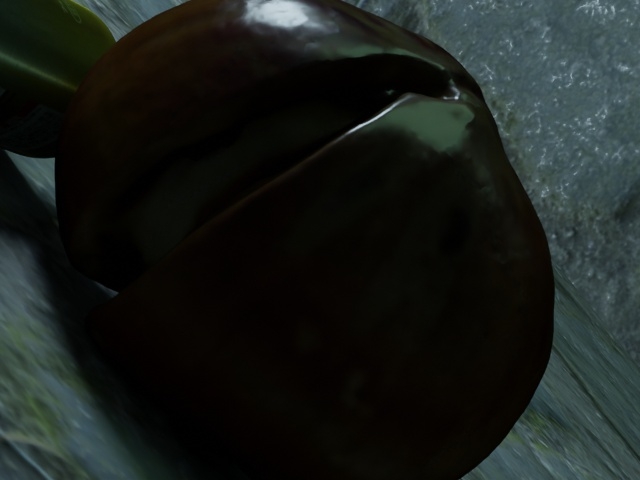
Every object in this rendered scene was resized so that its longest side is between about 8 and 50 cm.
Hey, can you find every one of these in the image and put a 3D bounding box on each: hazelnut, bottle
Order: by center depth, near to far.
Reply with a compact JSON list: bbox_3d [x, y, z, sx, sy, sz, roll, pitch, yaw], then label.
[{"bbox_3d":[-0.182,-0.098,0.853,0.082,0.082,0.286,52,11,19],"label":"bottle"},{"bbox_3d":[0.000,0.000,0.909,0.251,0.217,0.217,58,12,8],"label":"hazelnut"}]
